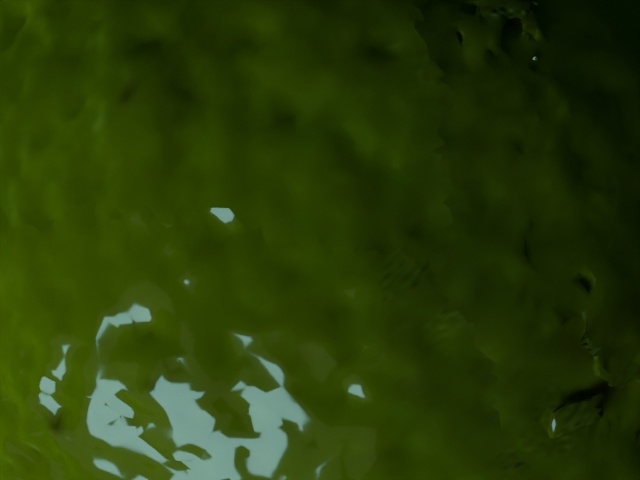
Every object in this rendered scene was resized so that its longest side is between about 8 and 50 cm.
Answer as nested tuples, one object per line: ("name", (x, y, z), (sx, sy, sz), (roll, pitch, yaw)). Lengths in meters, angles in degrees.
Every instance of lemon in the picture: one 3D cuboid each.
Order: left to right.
("lemon", (0.001, 0.001, 0.461), (0.336, 0.336, 0.336), (32, 148, 24))
